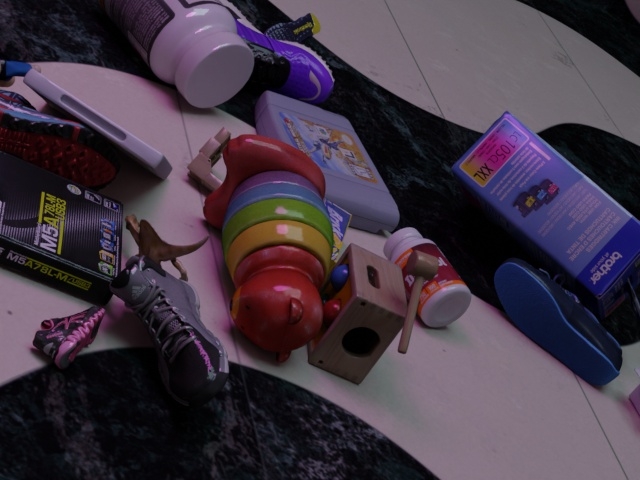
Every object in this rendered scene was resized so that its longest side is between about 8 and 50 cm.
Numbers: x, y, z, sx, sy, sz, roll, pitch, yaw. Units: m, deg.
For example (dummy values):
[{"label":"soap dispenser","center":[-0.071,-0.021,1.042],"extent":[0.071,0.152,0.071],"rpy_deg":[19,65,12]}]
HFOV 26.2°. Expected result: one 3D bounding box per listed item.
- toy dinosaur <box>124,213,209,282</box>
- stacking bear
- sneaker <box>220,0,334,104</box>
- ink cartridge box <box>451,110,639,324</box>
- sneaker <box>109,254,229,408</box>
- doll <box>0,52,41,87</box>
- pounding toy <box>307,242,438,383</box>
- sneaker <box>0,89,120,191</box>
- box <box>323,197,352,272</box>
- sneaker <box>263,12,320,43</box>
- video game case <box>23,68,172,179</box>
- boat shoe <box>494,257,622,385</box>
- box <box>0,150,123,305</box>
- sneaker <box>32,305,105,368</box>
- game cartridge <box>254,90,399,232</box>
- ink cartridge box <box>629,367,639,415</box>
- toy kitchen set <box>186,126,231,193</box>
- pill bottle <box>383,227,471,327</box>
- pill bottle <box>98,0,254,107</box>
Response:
[{"label":"toy dinosaur","center":[-0.202,0.017,1.733],"extent":[0.053,0.093,0.183],"rpy_deg":[-28,29,-31]},{"label":"stacking bear","center":[-0.061,0.024,1.837],"extent":[0.164,0.175,0.289],"rpy_deg":[10,44,-16]},{"label":"sneaker","center":[-0.122,-0.309,2.384],"extent":[0.293,0.102,0.146],"rpy_deg":[30,30,2]},{"label":"ink cartridge box","center":[0.427,-0.017,2.352],"extent":[0.395,0.151,0.270],"rpy_deg":[42,0,18]},{"label":"sneaker","center":[-0.191,0.095,1.604],"extent":[0.132,0.086,0.229],"rpy_deg":[45,7,-36]},{"label":"doll","center":[-0.438,-0.231,1.833],"extent":[0.129,0.046,0.189],"rpy_deg":[8,3,-10]},{"label":"pounding toy","center":[0.063,0.081,1.813],"extent":[0.094,0.206,0.181],"rpy_deg":[25,28,-18]},{"label":"sneaker","center":[-0.384,-0.151,1.808],"extent":[0.261,0.104,0.125],"rpy_deg":[21,27,-25]},{"label":"box","center":[0.000,0.000,2.047],"extent":[0.059,0.054,0.169],"rpy_deg":[32,26,-6]},{"label":"sneaker","center":[-0.063,-0.391,2.634],"extent":[0.144,0.059,0.053],"rpy_deg":[-26,94,-43]},{"label":"video game case","center":[-0.299,-0.154,1.881],"extent":[0.206,0.026,0.227],"rpy_deg":[33,-2,-2]},{"label":"boat shoe","center":[0.384,0.127,2.238],"extent":[0.258,0.109,0.089],"rpy_deg":[50,39,-4]},{"label":"box","center":[-0.337,-0.019,1.706],"extent":[0.184,0.045,0.191],"rpy_deg":[26,27,-21]},{"label":"sneaker","center":[-0.289,0.100,1.572],"extent":[0.057,0.047,0.119],"rpy_deg":[25,24,7]},{"label":"game cartridge","center":[0.000,-0.136,2.277],"extent":[0.198,0.062,0.297],"rpy_deg":[19,30,-36]},{"label":"ink cartridge box","center":[0.574,0.279,2.230],"extent":[0.180,0.060,0.104],"rpy_deg":[18,31,-30]},{"label":"toy kitchen set","center":[-0.145,-0.107,2.052],"extent":[0.075,0.083,0.068],"rpy_deg":[38,-15,8]},{"label":"pill bottle","center":[0.159,0.053,2.104],"extent":[0.086,0.086,0.152],"rpy_deg":[8,36,-42]},{"label":"pill bottle","center":[-0.236,-0.353,2.247],"extent":[0.162,0.162,0.278],"rpy_deg":[0,44,-49]}]
